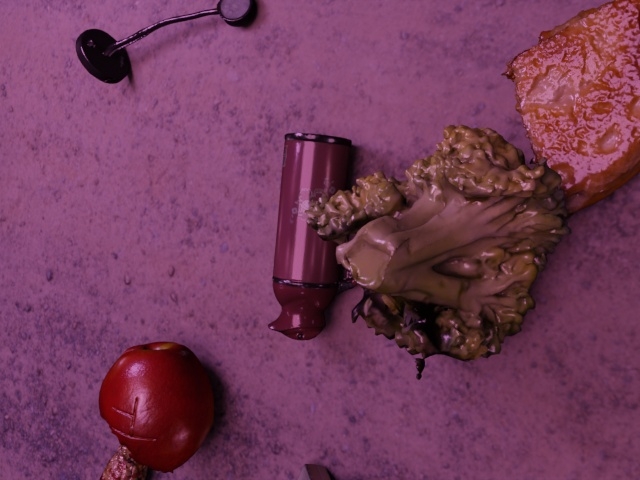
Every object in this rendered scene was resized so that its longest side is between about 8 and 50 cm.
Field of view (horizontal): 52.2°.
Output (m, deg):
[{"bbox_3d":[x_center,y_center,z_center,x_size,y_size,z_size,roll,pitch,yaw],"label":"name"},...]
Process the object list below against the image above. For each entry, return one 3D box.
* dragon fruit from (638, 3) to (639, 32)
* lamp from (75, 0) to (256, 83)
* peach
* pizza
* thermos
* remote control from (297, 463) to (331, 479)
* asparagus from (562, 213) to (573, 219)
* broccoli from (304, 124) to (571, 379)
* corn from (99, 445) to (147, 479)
[{"bbox_3d":[0.482,-0.248,0.713,0.295,0.130,0.268,12,89,-8],"label":"dragon fruit"},{"bbox_3d":[-0.283,-0.397,1.254,0.371,0.108,0.130,-15,70,15],"label":"lamp"},{"bbox_3d":[-0.296,0.302,1.181,0.190,0.196,0.226,180,87,-66],"label":"peach"},{"bbox_3d":[0.355,-0.202,0.851,0.226,0.086,0.335,28,104,24],"label":"pizza"},{"bbox_3d":[-0.007,-0.001,1.065,0.109,0.136,0.330,11,96,58],"label":"thermos"},{"bbox_3d":[0.009,0.477,0.952,0.050,0.344,0.145,15,97,-16],"label":"remote control"},{"bbox_3d":[0.245,-0.053,0.952,0.236,0.027,0.034,16,109,30],"label":"asparagus"},{"bbox_3d":[0.146,0.018,0.840,0.348,0.281,0.293,-32,73,43],"label":"broccoli"},{"bbox_3d":[-0.415,0.536,1.303,0.098,0.098,0.289,30,102,27],"label":"corn"}]
